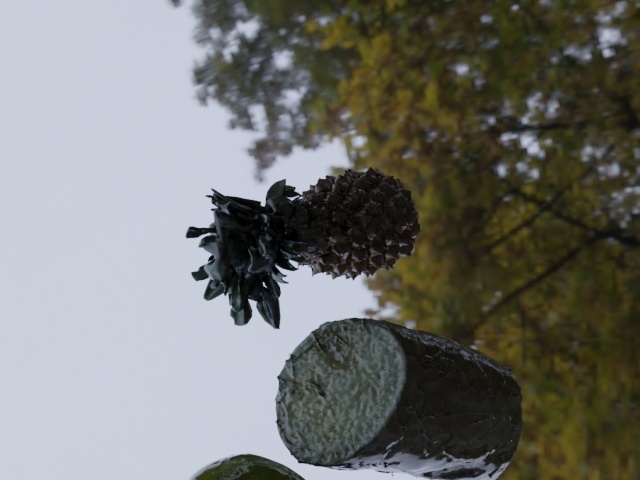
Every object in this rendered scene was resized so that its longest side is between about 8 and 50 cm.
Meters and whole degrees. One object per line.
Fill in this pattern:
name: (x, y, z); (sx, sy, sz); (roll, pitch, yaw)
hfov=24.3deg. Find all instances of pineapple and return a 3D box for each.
pineapple: (-0.001, 0.000, 1.114); (0.221, 0.083, 0.103); (-12, -81, -46)

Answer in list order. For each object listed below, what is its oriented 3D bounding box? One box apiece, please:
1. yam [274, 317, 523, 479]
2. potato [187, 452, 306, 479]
yam: (0.090, 0.161, 1.459); (0.254, 0.154, 0.154); (17, -103, -39)
potato: (-0.090, 0.358, 1.421); (0.216, 0.216, 0.304); (41, -118, -21)
